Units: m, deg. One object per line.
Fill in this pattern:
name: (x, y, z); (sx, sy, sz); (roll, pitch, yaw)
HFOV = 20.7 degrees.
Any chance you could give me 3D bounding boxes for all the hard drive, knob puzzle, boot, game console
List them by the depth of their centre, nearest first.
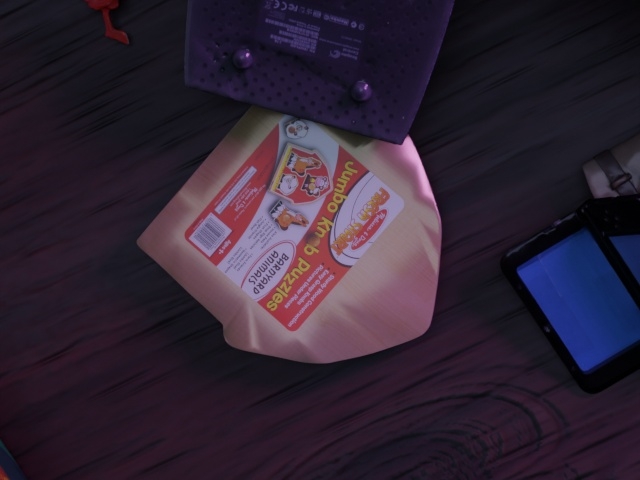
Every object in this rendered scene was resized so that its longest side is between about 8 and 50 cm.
hard drive: (0.009, -0.195, 1.123); (0.172, 0.054, 0.254); (15, 125, 3)
game console: (0.199, 0.039, 1.169); (0.071, 0.107, 0.122); (-40, 104, -21)
boot: (0.221, -0.058, 1.192); (0.087, 0.042, 0.118); (-14, 89, 9)
knob puzzle: (0.000, 0.000, 1.223); (0.213, 0.030, 0.213); (0, 90, 6)

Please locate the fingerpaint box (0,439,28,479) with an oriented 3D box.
fingerpaint box: (-0.443, 0.228, 1.210); (0.445, 0.163, 0.371); (-36, 88, 5)

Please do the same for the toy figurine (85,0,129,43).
toy figurine: (-0.079, -0.298, 1.124); (0.362, 0.217, 0.191); (-39, 94, 5)
